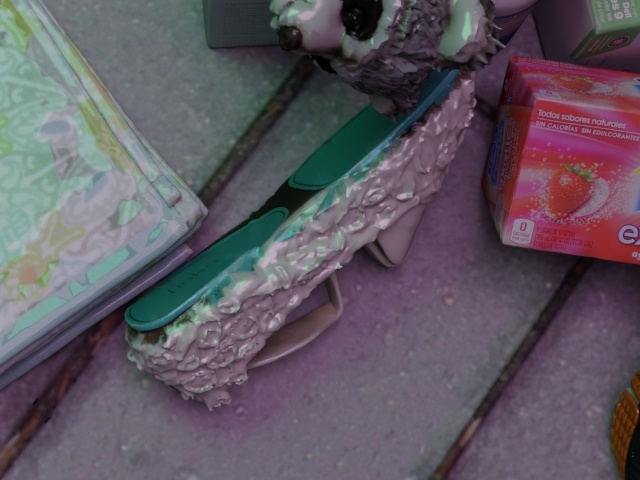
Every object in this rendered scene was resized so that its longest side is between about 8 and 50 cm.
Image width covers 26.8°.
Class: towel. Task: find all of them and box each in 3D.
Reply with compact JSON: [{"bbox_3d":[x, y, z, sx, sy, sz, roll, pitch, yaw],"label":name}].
[{"bbox_3d":[-0.334,-0.029,1.218,0.374,0.090,0.320,-35,81,-12],"label":"towel"}]

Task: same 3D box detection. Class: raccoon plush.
[{"bbox_3d":[0.094,-0.316,1.087,0.446,0.216,0.299,-44,95,-14],"label":"raccoon plush"}]

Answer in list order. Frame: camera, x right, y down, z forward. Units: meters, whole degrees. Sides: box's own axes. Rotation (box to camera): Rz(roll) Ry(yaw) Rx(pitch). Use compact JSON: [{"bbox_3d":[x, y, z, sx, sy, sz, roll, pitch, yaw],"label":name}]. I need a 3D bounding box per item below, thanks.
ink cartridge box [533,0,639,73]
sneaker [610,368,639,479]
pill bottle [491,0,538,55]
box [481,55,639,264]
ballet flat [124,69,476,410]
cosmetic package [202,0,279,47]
[{"bbox_3d":[0.333,-0.229,1.297,0.212,0.154,0.093,-11,80,-9],"label":"ink cartridge box"},{"bbox_3d":[0.361,0.132,1.208,0.121,0.099,0.262,13,120,-20],"label":"sneaker"},{"bbox_3d":[0.150,-0.255,1.248,0.124,0.221,0.124,1,77,-6],"label":"pill bottle"},{"bbox_3d":[0.314,-0.066,1.240,0.300,0.154,0.142,8,112,-4],"label":"box"},{"bbox_3d":[0.000,0.000,1.243,0.409,0.147,0.147,-40,85,-10],"label":"ballet flat"},{"bbox_3d":[-0.035,-0.283,1.253,0.151,0.183,0.151,-3,79,-7],"label":"cosmetic package"}]
